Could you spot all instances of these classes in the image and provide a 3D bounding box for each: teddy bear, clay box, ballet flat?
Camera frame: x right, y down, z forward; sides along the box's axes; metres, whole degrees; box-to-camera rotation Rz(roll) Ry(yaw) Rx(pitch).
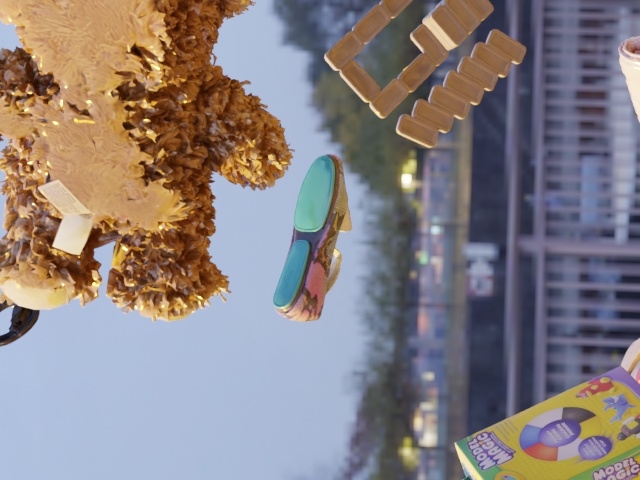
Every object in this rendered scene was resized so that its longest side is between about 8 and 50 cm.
[{"bbox_3d":[-0.137,-0.073,1.057,0.113,0.245,0.338,-82,-16,-46],"label":"teddy bear"},{"bbox_3d":[0.232,0.214,1.606,0.127,0.222,0.053,-129,18,-60],"label":"clay box"},{"bbox_3d":[0.000,0.000,2.134,0.079,0.077,0.221,19,-97,-40],"label":"ballet flat"}]

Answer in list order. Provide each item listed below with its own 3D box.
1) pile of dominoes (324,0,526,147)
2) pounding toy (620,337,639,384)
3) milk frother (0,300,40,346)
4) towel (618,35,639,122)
[{"bbox_3d":[0.143,-0.252,2.238,0.251,0.196,0.040,-45,7,-23],"label":"pile of dominoes"},{"bbox_3d":[0.474,0.182,2.020,0.269,0.155,0.154,121,170,-59],"label":"pounding toy"},{"bbox_3d":[-0.378,0.044,1.681,0.135,0.143,0.129,61,-164,-61],"label":"milk frother"},{"bbox_3d":[0.516,-0.096,1.849,0.053,0.317,0.332,-61,-36,-26],"label":"towel"}]
